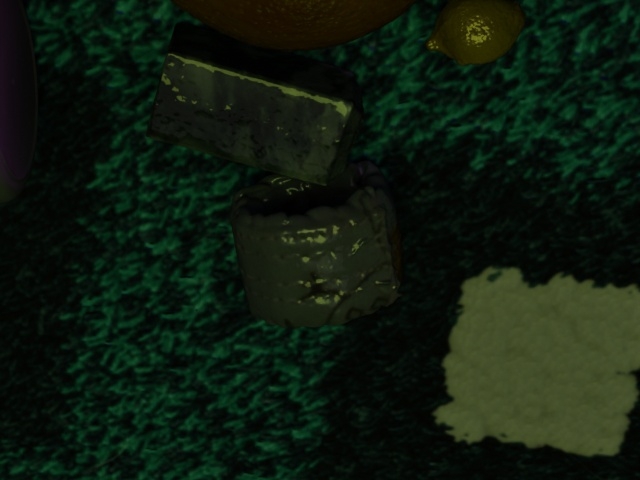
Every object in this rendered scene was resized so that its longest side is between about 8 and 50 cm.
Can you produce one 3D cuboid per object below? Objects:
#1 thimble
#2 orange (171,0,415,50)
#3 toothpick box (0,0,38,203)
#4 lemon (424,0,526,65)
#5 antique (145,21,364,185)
[{"bbox_3d":[-0.002,0.001,1.543,0.151,0.127,0.118,-11,116,1],"label":"thimble"},{"bbox_3d":[-0.026,-0.281,1.340,0.274,0.274,0.274,1,115,2],"label":"orange"},{"bbox_3d":[-0.416,-0.139,1.459,0.316,0.229,0.229,-2,115,5],"label":"toothpick box"},{"bbox_3d":[0.135,-0.186,1.484,0.092,0.065,0.065,-19,113,5],"label":"lemon"},{"bbox_3d":[-0.055,-0.120,1.510,0.183,0.088,0.086,16,116,-5],"label":"antique"}]
